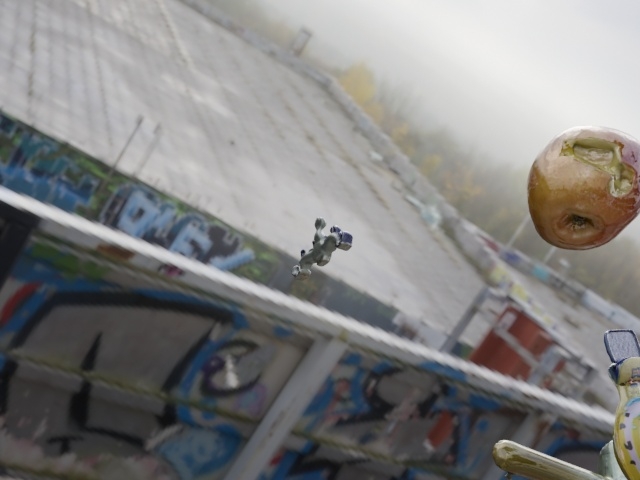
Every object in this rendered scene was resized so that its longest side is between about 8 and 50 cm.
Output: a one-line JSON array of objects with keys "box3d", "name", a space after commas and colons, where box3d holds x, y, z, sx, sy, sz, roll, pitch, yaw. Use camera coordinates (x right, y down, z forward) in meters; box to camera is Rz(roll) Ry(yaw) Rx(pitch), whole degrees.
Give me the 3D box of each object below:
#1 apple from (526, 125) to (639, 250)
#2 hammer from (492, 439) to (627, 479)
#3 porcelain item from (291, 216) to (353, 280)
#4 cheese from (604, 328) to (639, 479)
[{"box3d": [0.383, -0.074, 1.624, 0.199, 0.199, 0.199, 31, 13, -8], "name": "apple"}, {"box3d": [0.409, 0.383, 1.771, 0.306, 0.113, 0.201, 19, 44, -11], "name": "hammer"}, {"box3d": [0.000, 0.000, 1.617, 0.021, 0.136, 0.075, 14, 59, -32], "name": "porcelain item"}, {"box3d": [0.438, 0.241, 1.526, 0.157, 0.064, 0.250, 1, 69, -41], "name": "cheese"}]
